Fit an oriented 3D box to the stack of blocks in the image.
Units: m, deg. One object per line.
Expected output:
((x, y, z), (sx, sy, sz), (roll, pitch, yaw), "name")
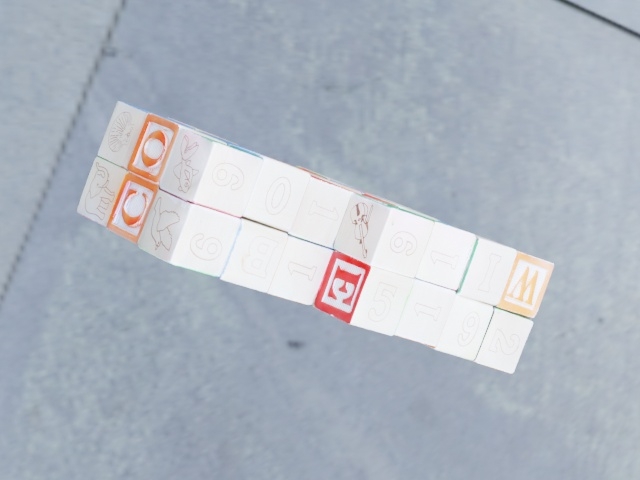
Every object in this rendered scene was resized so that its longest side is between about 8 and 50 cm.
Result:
((0.000, 0.000, 1.295), (0.171, 0.297, 0.087), (24, 94, 50), "stack of blocks")
